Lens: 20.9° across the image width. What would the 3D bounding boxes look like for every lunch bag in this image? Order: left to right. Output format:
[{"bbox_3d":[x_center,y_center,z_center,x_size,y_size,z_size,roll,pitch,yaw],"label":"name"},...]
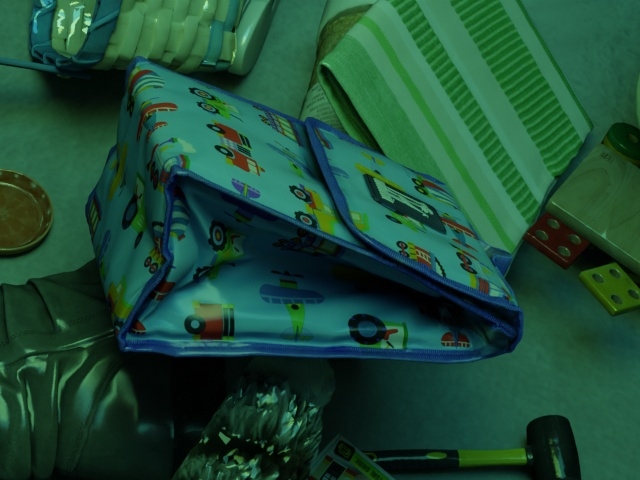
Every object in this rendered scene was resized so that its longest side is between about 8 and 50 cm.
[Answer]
[{"bbox_3d":[0.000,0.000,1.220,0.293,0.138,0.221,13,21,-19],"label":"lunch bag"}]

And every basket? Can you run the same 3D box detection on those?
[{"bbox_3d":[-0.204,-0.252,1.448,0.289,0.201,0.255,15,91,-31],"label":"basket"}]

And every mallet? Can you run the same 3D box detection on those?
[{"bbox_3d":[0.116,0.180,1.366,0.189,0.039,0.062,-6,58,-17],"label":"mallet"}]

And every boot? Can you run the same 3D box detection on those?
[{"bbox_3d":[-0.190,0.038,1.321,0.222,0.118,0.338,3,49,-11],"label":"boot"},{"bbox_3d":[-0.085,-0.224,1.590,0.086,0.069,0.190,16,42,2],"label":"boot"}]

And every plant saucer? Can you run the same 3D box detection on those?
[{"bbox_3d":[-0.259,-0.022,1.405,0.083,0.013,0.083,10,51,-12],"label":"plant saucer"}]

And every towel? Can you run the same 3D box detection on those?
[{"bbox_3d":[0.123,-0.116,1.480,0.248,0.038,0.325,58,38,-16],"label":"towel"}]

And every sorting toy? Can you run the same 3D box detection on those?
[{"bbox_3d":[0.265,-0.006,1.531,0.132,0.046,0.274,35,37,9],"label":"sorting toy"}]

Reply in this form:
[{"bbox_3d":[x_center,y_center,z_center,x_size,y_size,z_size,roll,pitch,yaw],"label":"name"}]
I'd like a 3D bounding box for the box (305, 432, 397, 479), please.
[{"bbox_3d":[0.057,0.249,1.282,0.207,0.036,0.114,38,50,8],"label":"box"}]

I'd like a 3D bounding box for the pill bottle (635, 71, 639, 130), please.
[{"bbox_3d":[0.444,-0.196,1.635,0.204,0.204,0.361,32,42,7],"label":"pill bottle"}]

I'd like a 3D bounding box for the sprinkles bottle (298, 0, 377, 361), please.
[{"bbox_3d":[0.032,-0.070,1.468,0.121,0.121,0.355,17,51,-5],"label":"sprinkles bottle"}]

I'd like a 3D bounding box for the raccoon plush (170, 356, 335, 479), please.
[{"bbox_3d":[-0.009,0.289,1.086,0.299,0.216,0.446,33,69,1],"label":"raccoon plush"}]
